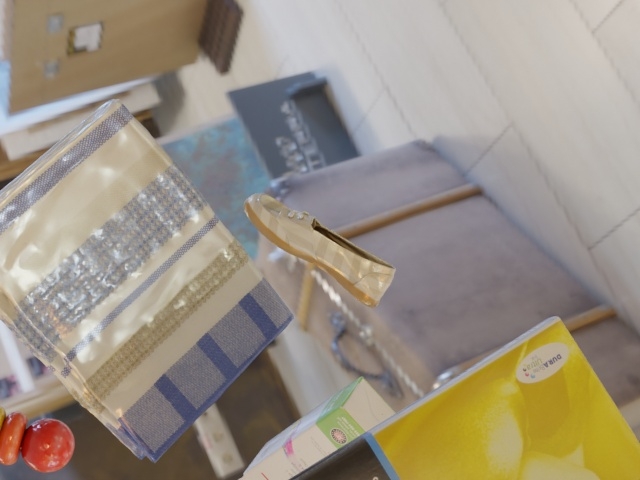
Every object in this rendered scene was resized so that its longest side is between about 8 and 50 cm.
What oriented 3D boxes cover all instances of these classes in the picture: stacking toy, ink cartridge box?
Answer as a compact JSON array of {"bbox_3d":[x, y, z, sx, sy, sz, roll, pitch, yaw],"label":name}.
[{"bbox_3d":[-0.574,0.318,1.825,0.141,0.330,0.141,-165,90,-83],"label":"stacking toy"},{"bbox_3d":[0.140,0.261,0.835,0.307,0.304,0.072,57,158,12],"label":"ink cartridge box"},{"bbox_3d":[0.007,0.434,2.061,0.353,0.119,0.207,-39,95,32],"label":"ink cartridge box"}]

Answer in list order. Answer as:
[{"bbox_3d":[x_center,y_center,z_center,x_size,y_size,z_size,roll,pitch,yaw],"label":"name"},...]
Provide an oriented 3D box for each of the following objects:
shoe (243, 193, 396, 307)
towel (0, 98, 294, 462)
[{"bbox_3d":[0.000,0.000,1.428,0.219,0.076,0.058,36,110,-1],"label":"shoe"},{"bbox_3d":[-0.173,0.040,0.991,0.285,0.209,0.034,52,163,-25],"label":"towel"}]
